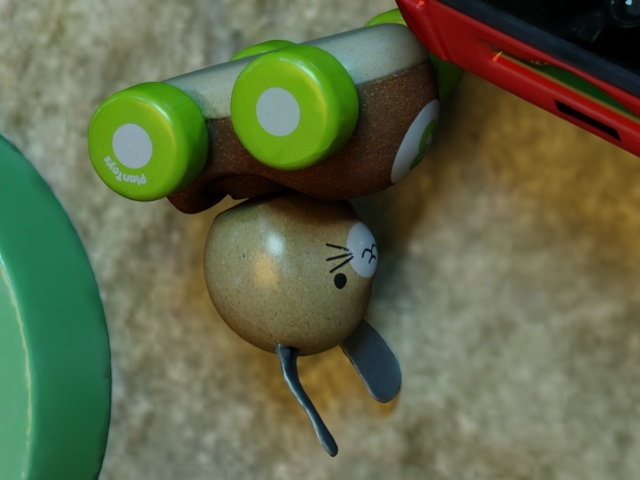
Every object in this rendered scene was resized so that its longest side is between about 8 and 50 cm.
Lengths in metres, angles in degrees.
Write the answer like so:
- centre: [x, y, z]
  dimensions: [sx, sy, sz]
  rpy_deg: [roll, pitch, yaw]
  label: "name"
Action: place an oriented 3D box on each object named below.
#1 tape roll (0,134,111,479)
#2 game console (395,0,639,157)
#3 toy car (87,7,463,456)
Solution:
- centre: [-0.272, 0.072, 1.048]
  dimensions: [0.321, 0.077, 0.321]
  rpy_deg: [3, 96, 28]
  label: "tape roll"
- centre: [0.233, -0.164, 0.692]
  dimensions: [0.387, 0.060, 0.342]
  rpy_deg: [31, 84, 32]
  label: "game console"
- centre: [0.000, 0.000, 0.866]
  dimensions: [0.149, 0.155, 0.188]
  rpy_deg: [-11, 99, 28]
  label: "toy car"
